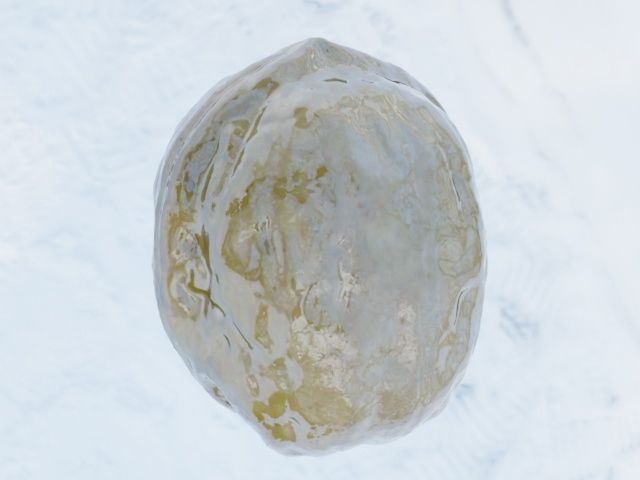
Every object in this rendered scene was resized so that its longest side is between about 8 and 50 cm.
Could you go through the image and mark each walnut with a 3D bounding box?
[{"bbox_3d":[-0.004,0.000,0.981,0.306,0.306,0.344,-8,106,-27],"label":"walnut"}]
